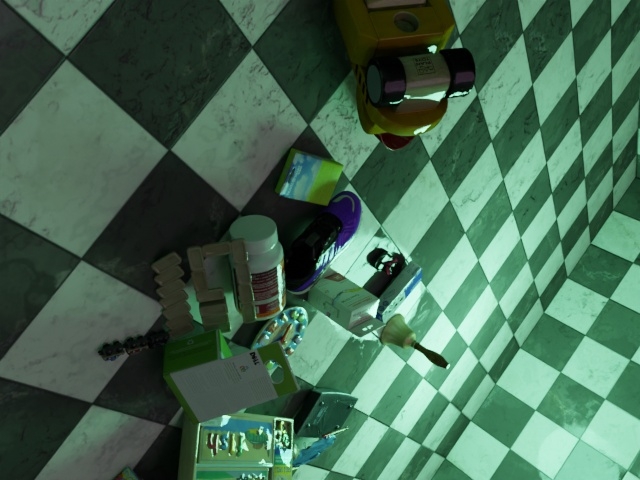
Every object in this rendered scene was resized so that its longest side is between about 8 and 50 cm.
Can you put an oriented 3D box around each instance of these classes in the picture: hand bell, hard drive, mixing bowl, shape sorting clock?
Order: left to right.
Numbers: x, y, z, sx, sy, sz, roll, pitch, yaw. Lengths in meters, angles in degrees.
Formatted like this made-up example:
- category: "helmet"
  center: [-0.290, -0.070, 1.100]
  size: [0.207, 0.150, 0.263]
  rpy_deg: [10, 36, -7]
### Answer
- category: "shape sorting clock"
  center: [-0.107, 0.264, 1.565]
  size: [0.206, 0.040, 0.206]
  rpy_deg: [-30, 136, -34]
- category: "hard drive"
  center: [0.014, 0.560, 1.918]
  size: [0.172, 0.054, 0.255]
  rpy_deg: [-59, 145, 2]
- category: "mixing bowl"
  center: [0.167, -0.319, 1.410]
  size: [0.181, 0.098, 0.181]
  rpy_deg: [-31, 136, -34]
- category: "hand bell"
  center: [0.336, 0.362, 1.995]
  size: [0.126, 0.242, 0.126]
  rpy_deg: [-30, 136, -35]

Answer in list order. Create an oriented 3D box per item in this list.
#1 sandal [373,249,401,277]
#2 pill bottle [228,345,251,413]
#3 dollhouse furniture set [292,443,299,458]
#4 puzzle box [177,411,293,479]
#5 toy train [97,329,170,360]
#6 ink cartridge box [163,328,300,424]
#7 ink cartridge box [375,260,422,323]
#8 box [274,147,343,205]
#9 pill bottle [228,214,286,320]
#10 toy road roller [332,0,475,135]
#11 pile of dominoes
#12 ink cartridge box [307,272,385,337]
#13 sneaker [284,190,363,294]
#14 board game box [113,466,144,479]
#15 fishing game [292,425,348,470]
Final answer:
- category: "sandal"
  center: [0.218, 0.079, 1.816]
  size: [0.067, 0.040, 0.179]
  rpy_deg: [-57, 145, 1]
- category: "pill bottle"
  center: [-0.212, 0.349, 1.461]
  size: [0.087, 0.087, 0.160]
  rpy_deg: [-16, 127, -44]
- category: "dollhouse furniture set"
  center: [-0.253, 0.645, 1.664]
  size: [0.303, 0.174, 0.355]
  rpy_deg: [62, 34, -25]
- category: "puzzle box"
  center: [-0.209, 0.592, 1.535]
  size: [0.409, 0.052, 0.272]
  rpy_deg: [29, 56, -52]
- category: "toy train"
  center: [-0.384, 0.218, 1.212]
  size: [0.158, 0.027, 0.036]
  rpy_deg: [-8, 132, -47]
- category: "ink cartridge box"
  center: [-0.195, 0.287, 1.310]
  size: [0.255, 0.097, 0.188]
  rpy_deg: [-17, 129, -2]
- category: "ink cartridge box"
  center: [0.250, 0.169, 1.905]
  size: [0.207, 0.046, 0.097]
  rpy_deg: [-48, 154, -14]
- category: "box"
  center: [-0.030, -0.145, 1.351]
  size: [0.178, 0.042, 0.109]
  rpy_deg: [7, 110, -52]
- category: "pill bottle"
  center: [-0.141, 0.061, 1.304]
  size: [0.121, 0.121, 0.221]
  rpy_deg: [-30, 136, -33]
- category: "toy road roller"
  center: [0.149, -0.366, 1.217]
  size: [0.203, 0.329, 0.240]
  rpy_deg: [-11, 161, -15]
- category: "pile of dominoes"
  center: [-0.244, 0.100, 1.242]
  size: [0.196, 0.040, 0.251]
  rpy_deg: [-8, 128, -8]
- category: "ink cartridge box"
  center: [0.074, 0.170, 1.576]
  size: [0.115, 0.198, 0.067]
  rpy_deg: [-19, 130, -42]
- category: "sneaker"
  center: [0.001, 0.001, 1.411]
  size: [0.293, 0.102, 0.146]
  rpy_deg: [-56, 164, -3]
- category: "board game box"
  center: [-0.484, 0.687, 1.337]
  size: [0.275, 0.142, 0.144]
  rpy_deg: [-41, 142, -22]
- category: "fishing game"
  center: [-0.032, 0.682, 1.922]
  size: [0.189, 0.041, 0.264]
  rpy_deg: [6, 134, -52]
